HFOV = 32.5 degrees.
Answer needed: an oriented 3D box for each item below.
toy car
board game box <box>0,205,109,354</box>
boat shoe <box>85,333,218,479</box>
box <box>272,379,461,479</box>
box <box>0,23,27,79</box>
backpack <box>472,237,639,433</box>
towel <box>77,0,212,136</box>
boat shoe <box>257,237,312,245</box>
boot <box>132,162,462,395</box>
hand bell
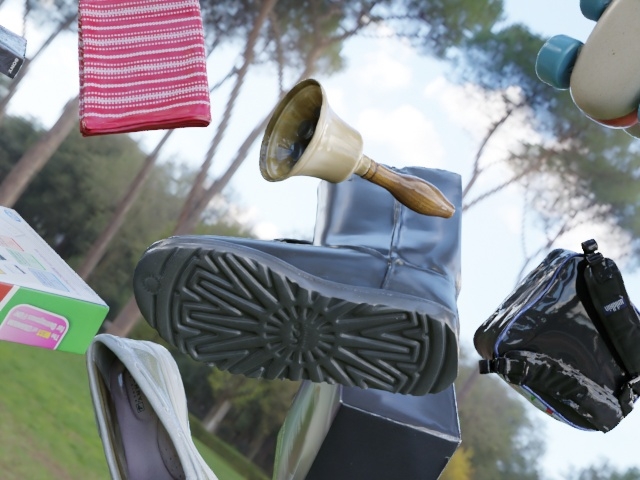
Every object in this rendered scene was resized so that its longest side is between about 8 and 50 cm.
[{"bbox_3d":[0.465,-0.226,1.526,0.219,0.210,0.238,35,3,41],"label":"toy car"},{"bbox_3d":[-0.411,0.009,1.149,0.316,0.064,0.242,20,13,-48],"label":"board game box"},{"bbox_3d":[-0.187,0.253,1.221,0.103,0.118,0.320,31,37,-59],"label":"boat shoe"},{"bbox_3d":[0.055,0.281,1.583,0.182,0.294,0.296,20,25,-8],"label":"box"},{"bbox_3d":[-0.368,-0.222,1.164,0.116,0.029,0.162,30,9,-21],"label":"box"},{"bbox_3d":[0.405,0.173,1.788,0.263,0.276,0.213,45,-2,-9],"label":"backpack"},{"bbox_3d":[-0.274,-0.275,1.690,0.198,0.275,0.031,-6,-32,-6],"label":"towel"},{"bbox_3d":[-0.057,0.018,1.587,0.152,0.056,0.049,-3,-17,-7],"label":"boat shoe"},{"bbox_3d":[0.002,0.001,1.351,0.367,0.146,0.445,17,28,0],"label":"boot"},{"bbox_3d":[0.062,-0.080,1.277,0.242,0.126,0.126,24,-4,-28],"label":"hand bell"}]
